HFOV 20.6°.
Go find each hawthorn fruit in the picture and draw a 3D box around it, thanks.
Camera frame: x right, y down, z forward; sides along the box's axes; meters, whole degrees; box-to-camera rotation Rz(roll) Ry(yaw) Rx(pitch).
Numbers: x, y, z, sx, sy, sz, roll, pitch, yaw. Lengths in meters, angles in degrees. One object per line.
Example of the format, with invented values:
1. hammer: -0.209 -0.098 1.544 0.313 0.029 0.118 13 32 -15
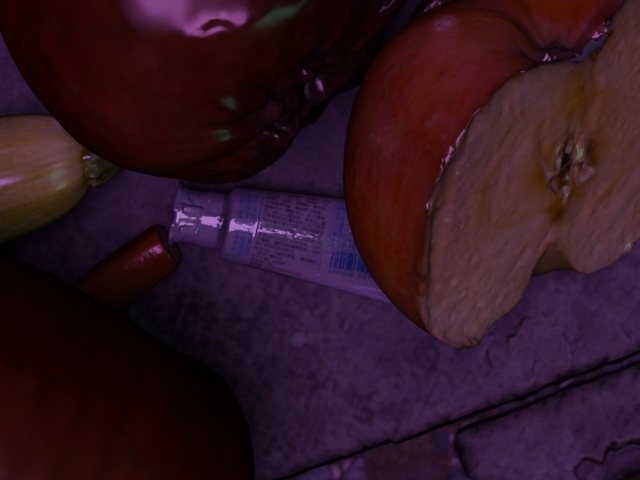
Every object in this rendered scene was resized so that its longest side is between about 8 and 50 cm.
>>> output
1. hawthorn fruit: -0.091 -0.208 1.250 0.308 0.308 0.325 -24 64 9

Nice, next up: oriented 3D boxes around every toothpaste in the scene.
1. toothpaste: 0.000 0.000 1.376 0.234 0.057 0.089 11 100 -1

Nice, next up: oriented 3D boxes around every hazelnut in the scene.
1. hazelnut: -0.254 0.182 1.274 0.409 0.359 0.359 33 100 -14

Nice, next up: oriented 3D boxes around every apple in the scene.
1. apple: 0.121 -0.081 1.257 0.163 0.293 0.251 33 134 36

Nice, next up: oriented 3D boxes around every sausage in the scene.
1. sausage: -0.170 0.038 1.402 0.131 0.041 0.039 -37 113 10

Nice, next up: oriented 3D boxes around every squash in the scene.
1. squash: -0.270 -0.046 1.359 0.287 0.137 0.137 -15 95 8

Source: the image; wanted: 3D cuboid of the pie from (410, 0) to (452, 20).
1. pie: 0.135 -0.171 1.344 0.170 0.034 0.092 -28 95 4

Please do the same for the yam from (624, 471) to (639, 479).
1. yam: 0.236 0.210 1.375 0.094 0.043 0.043 -30 92 8
